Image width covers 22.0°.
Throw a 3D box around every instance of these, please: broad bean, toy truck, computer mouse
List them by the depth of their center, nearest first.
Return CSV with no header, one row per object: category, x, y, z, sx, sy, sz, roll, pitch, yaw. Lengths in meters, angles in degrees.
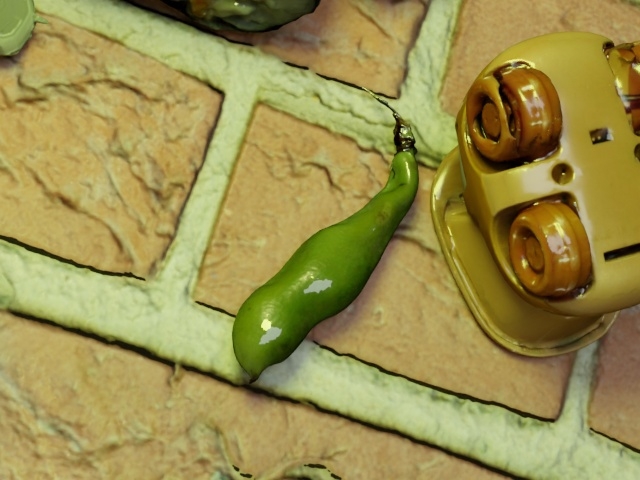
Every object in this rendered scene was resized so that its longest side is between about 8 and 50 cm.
computer mouse,-0.334,-0.217,1.476,0.181,0.056,0.089,14,73,-24
broad bean,0.010,0.006,1.536,0.098,0.056,0.318,30,63,-2
toy truck,0.231,-0.045,1.540,0.204,0.211,0.288,-14,84,-22

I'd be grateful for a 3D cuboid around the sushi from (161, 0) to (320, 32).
sushi,-0.141,-0.322,1.494,0.350,0.211,0.171,16,66,-20
